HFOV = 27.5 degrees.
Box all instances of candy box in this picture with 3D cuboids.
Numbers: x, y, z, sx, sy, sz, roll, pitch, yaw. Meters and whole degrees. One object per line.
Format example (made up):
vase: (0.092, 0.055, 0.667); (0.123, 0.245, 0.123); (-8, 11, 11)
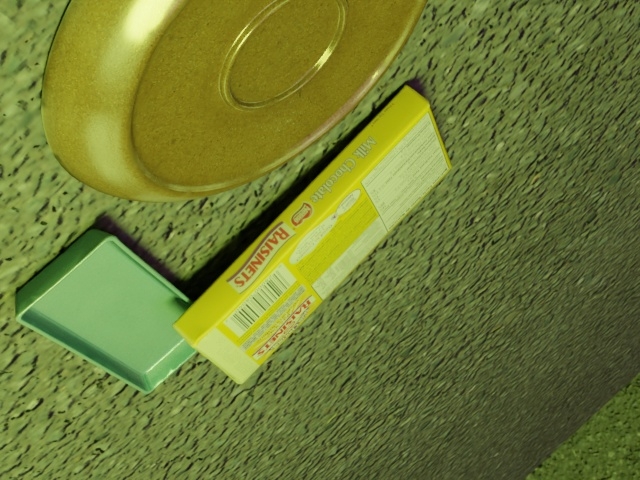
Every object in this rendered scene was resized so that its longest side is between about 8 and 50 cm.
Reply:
candy box: (0.000, 0.000, 0.830); (0.206, 0.027, 0.105); (-46, 160, -5)

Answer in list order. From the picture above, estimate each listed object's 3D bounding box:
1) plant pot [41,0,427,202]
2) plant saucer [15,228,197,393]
plant pot: (-0.024, -0.100, 0.633); (0.236, 0.032, 0.236); (-35, 157, -17)
plant saucer: (-0.114, 0.044, 0.762); (0.067, 0.018, 0.192); (-41, 156, -2)
